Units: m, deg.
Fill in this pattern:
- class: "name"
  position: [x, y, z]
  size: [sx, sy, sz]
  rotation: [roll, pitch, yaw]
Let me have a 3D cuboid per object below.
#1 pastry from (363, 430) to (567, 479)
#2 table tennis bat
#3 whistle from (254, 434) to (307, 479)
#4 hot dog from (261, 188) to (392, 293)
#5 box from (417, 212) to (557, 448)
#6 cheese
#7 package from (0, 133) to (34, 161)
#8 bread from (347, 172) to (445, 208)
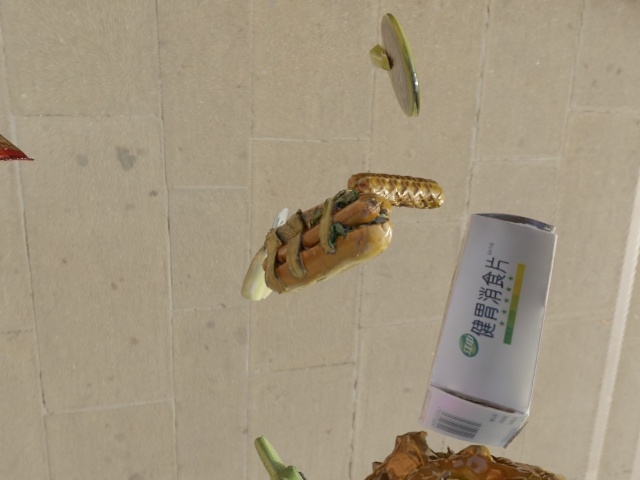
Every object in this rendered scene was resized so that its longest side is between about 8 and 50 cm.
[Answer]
- class: "pastry"
  position: [0.149, 0.332, 0.366]
  size: [0.338, 0.405, 0.292]
  rotation: [20, 124, -43]
- class: "table tennis bat"
  position: [0.162, -0.400, 1.344]
  size: [0.054, 0.368, 0.224]
  rotation: [-17, 114, 2]
- class: "whistle"
  position: [-0.065, 0.558, 1.264]
  size: [0.141, 0.294, 0.141]
  rotation: [-35, 143, -32]
- class: "hot dog"
  position: [0.000, 0.000, 0.808]
  size: [0.072, 0.270, 0.109]
  rotation: [17, 60, -33]
- class: "box"
  position: [0.267, 0.134, 0.949]
  size: [0.145, 0.173, 0.332]
  rotation: [15, 58, 11]
- class: "cheese"
  position: [-0.107, 0.030, 1.235]
  size: [0.050, 0.127, 0.255]
  rotation: [32, 137, 12]
- class: "package"
  position: [-0.590, -0.179, 1.044]
  size: [0.083, 0.200, 0.022]
  rotation: [-9, 126, -55]
- class: "bread"
  position: [0.110, -0.071, 0.859]
  size: [0.157, 0.052, 0.044]
  rotation: [3, 119, -29]
